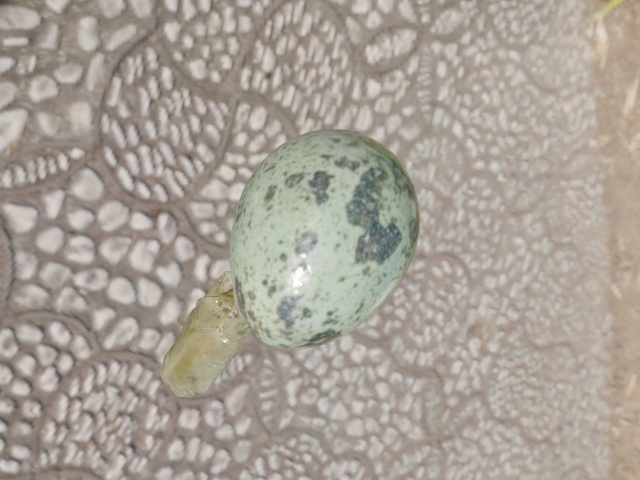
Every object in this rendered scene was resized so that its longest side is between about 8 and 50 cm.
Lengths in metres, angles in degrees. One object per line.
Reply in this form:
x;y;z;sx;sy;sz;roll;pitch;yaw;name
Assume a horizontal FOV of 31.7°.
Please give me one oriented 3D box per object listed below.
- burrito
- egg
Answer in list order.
-0.103;0.090;1.044;0.045;0.058;0.188;-19;154;-40;burrito
0.000;0.000;0.811;0.132;0.132;0.172;51;57;-45;egg
